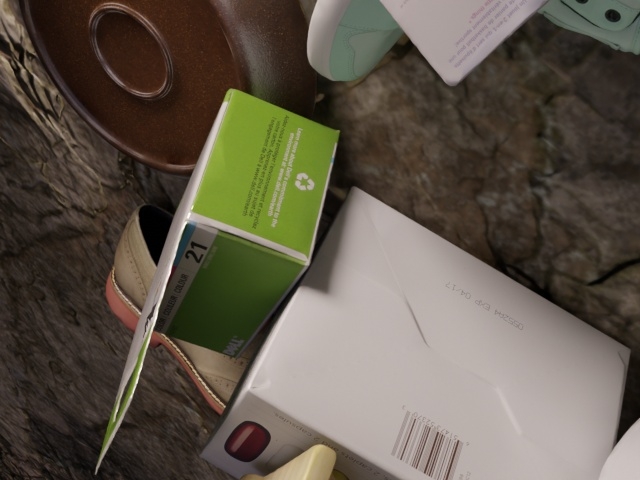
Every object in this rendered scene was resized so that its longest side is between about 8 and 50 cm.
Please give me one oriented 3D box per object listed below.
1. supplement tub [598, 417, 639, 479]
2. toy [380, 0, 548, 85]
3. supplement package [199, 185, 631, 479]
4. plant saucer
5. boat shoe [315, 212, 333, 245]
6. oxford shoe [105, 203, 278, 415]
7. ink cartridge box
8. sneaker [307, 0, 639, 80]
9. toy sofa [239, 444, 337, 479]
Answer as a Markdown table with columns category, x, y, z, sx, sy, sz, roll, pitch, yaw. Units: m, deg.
| category | x | y | z | sx | sy | sz | roll | pitch | yaw |
| --- | --- | --- | --- | --- | --- | --- | --- | --- | --- |
| supplement tub | 0.355 | 0.231 | 0.464 | 0.331 | 0.241 | 0.241 | 51 | 142 | 5 |
| toy | 0.043 | -0.208 | 0.355 | 0.237 | 0.056 | 0.137 | 52 | 131 | 4 |
| supplement package | 0.077 | 0.127 | 0.612 | 0.262 | 0.204 | 0.145 | 30 | 142 | -2 |
| plant saucer | -0.147 | -0.167 | 0.660 | 0.310 | 0.050 | 0.310 | 21 | 137 | 21 |
| boat shoe | 0.000 | 0.000 | 0.713 | 0.100 | 0.035 | 0.035 | 27 | 140 | 15 |
| oxford shoe | -0.077 | 0.090 | 0.792 | 0.348 | 0.123 | 0.130 | 31 | 132 | 13 |
| ink cartridge box | -0.081 | 0.045 | 0.599 | 0.097 | 0.255 | 0.189 | 20 | 145 | -13 |
| sneaker | 0.099 | -0.136 | 0.446 | 0.151 | 0.094 | 0.256 | 49 | 139 | 0 |
| toy sofa | 0.078 | 0.303 | 0.524 | 0.362 | 0.150 | 0.177 | 33 | 140 | -10 |
